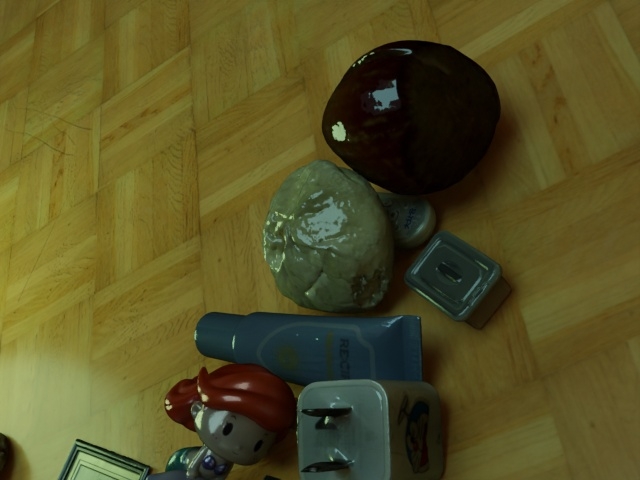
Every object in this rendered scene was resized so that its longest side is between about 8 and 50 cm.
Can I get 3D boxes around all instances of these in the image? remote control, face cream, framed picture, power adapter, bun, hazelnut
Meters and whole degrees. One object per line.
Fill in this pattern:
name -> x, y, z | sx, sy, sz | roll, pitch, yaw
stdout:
remote control -> 0.073, -0.030, 1.358 | 0.221, 0.042, 0.078 | 5, 67, 43
face cream -> -0.020, 0.149, 1.281 | 0.385, 0.086, 0.135 | 4, 101, 41
framed picture -> -0.358, 0.415, 1.441 | 0.199, 0.010, 0.195 | 6, 67, 42
power adapter -> 0.040, 0.224, 1.072 | 0.125, 0.205, 0.130 | -8, 79, 32
bun -> 0.000, 0.000, 1.273 | 0.220, 0.134, 0.220 | 27, 123, 51
hazelnut -> 0.121, -0.156, 1.278 | 0.218, 0.234, 0.218 | -11, 77, 57

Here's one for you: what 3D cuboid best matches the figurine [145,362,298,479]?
figurine -> -0.145, 0.269, 1.240 | 0.181, 0.208, 0.257 | 33, 86, 11

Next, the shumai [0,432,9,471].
shumai -> -0.599, 0.383, 1.624 | 0.123, 0.105, 0.139 | -10, 54, -20

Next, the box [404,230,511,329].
box -> 0.177, 0.053, 1.199 | 0.089, 0.062, 0.122 | -51, 44, 0

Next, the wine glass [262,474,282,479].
wine glass -> -0.092, 0.413, 1.155 | 0.103, 0.103, 0.231 | 33, 89, 47
